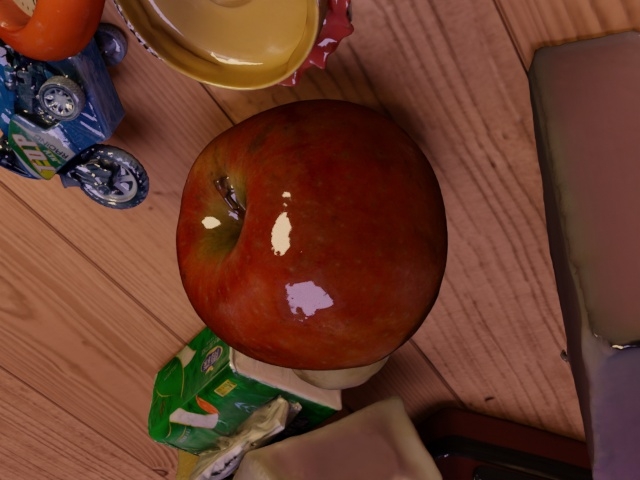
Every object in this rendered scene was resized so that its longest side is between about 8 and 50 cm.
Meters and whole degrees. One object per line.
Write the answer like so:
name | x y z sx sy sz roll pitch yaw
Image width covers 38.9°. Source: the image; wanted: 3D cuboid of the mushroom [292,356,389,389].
mushroom | 0.013 0.084 0.940 0.148 0.112 0.148 -6 111 -16

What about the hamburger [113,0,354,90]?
hamburger | -0.044 -0.190 0.582 0.175 0.137 0.175 14 134 15

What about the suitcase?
suitcase | 0.233 0.355 1.222 0.297 0.161 0.236 19 137 -17

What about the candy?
candy | -0.006 0.340 1.086 0.208 0.145 0.359 -16 151 -28

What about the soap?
soap | 0.239 0.034 0.722 0.107 0.296 0.285 -10 141 12

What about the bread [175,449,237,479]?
bread | -0.054 0.381 1.338 0.138 0.077 0.361 -19 136 25

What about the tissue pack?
tissue pack | -0.092 0.196 1.054 0.148 0.156 0.209 23 136 -27

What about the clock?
clock | -0.178 -0.211 0.542 0.051 0.205 0.205 -20 154 -35

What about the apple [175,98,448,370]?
apple | 0.000 0.000 0.759 0.229 0.230 0.230 2 141 2

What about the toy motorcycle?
toy motorcycle | -0.228 -0.123 0.723 0.135 0.092 0.254 1 133 17
